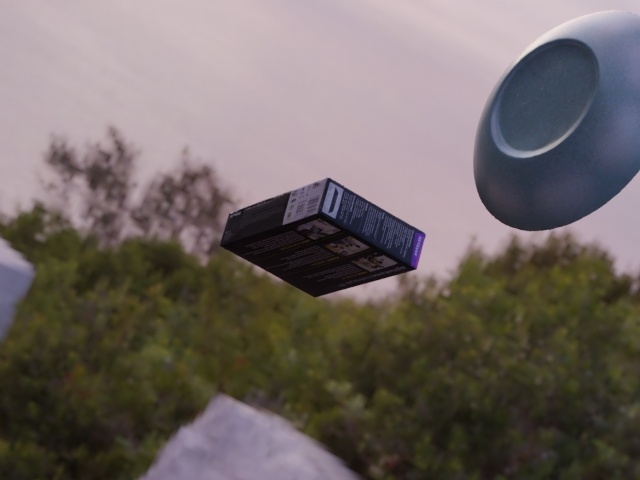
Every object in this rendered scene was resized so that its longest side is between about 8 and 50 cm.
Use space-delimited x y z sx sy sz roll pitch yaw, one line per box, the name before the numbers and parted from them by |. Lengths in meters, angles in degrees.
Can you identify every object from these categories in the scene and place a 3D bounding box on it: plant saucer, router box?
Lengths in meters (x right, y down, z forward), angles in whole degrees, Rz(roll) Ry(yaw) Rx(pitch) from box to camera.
plant saucer | 0.183 -0.102 1.285 0.037 0.195 0.195 31 5 -36
router box | 0.000 0.000 1.708 0.133 0.046 0.179 30 -27 -29
